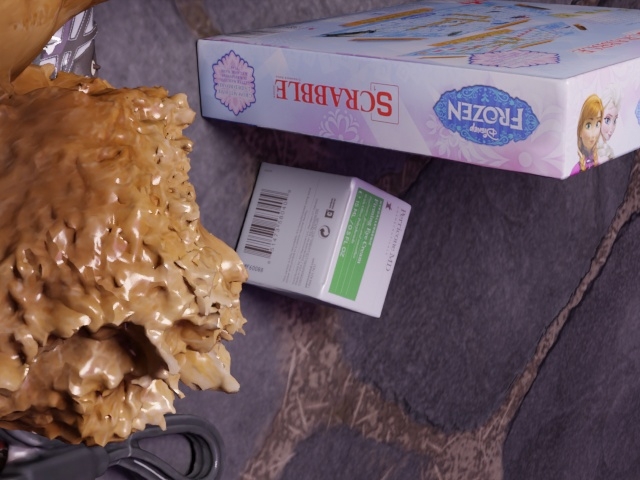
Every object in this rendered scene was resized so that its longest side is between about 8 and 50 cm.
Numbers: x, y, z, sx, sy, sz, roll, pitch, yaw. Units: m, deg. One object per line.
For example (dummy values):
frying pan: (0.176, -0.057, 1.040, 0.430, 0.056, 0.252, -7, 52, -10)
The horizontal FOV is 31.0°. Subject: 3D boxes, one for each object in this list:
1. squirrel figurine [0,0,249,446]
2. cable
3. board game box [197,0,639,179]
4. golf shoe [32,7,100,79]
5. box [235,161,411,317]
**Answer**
squirrel figurine: (-0.179, -0.092, 0.532, 0.370, 0.281, 0.397, -33, 114, -42)
cable: (-0.177, 0.145, 0.831, 0.287, 0.072, 0.139, -1, 84, -61)
board game box: (0.129, -0.132, 0.883, 0.318, 0.318, 0.066, -21, 116, -44)
golf shoe: (-0.174, -0.143, 0.730, 0.198, 0.077, 0.094, -64, 156, -11)
box: (0.000, 0.000, 0.936, 0.087, 0.102, 0.101, 22, 83, -52)
